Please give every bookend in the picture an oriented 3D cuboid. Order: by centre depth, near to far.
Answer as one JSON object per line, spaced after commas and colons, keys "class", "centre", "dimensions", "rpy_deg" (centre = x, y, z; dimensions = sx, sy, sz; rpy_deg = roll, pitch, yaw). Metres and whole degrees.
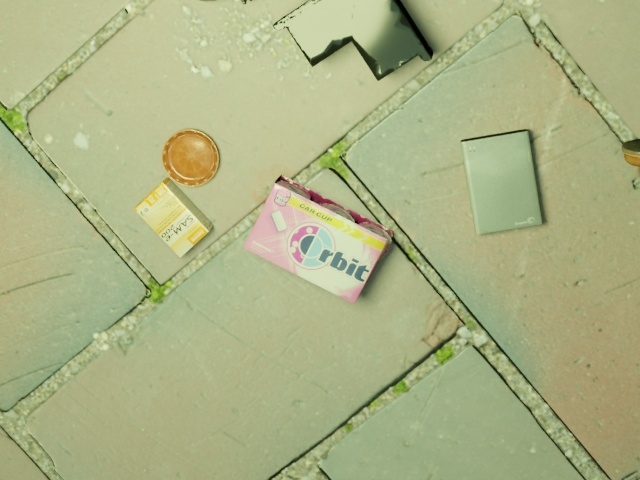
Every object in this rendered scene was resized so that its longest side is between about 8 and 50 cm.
{"class": "bookend", "centre": [0.046, -0.273, 1.707], "dimensions": [0.156, 0.072, 0.157], "rpy_deg": [-32, 99, 14]}

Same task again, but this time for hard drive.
{"class": "hard drive", "centre": [0.252, -0.081, 1.758], "dimensions": [0.094, 0.022, 0.135], "rpy_deg": [-9, 103, 9]}

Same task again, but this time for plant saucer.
{"class": "plant saucer", "centre": [-0.186, -0.119, 1.806], "dimensions": [0.083, 0.013, 0.084], "rpy_deg": [1, 104, 6]}

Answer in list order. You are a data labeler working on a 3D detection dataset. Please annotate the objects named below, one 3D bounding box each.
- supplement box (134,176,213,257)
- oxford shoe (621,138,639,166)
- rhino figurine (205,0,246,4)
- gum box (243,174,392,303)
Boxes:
{"class": "supplement box", "centre": [-0.211, -0.033, 1.819], "dimensions": [0.062, 0.036, 0.098], "rpy_deg": [-42, 97, 15]}
{"class": "oxford shoe", "centre": [0.508, -0.090, 1.702], "dimensions": [0.212, 0.076, 0.076], "rpy_deg": [11, 116, 4]}
{"class": "rhino figurine", "centre": [-0.166, -0.381, 1.705], "dimensions": [0.243, 0.073, 0.106], "rpy_deg": [18, 102, 1]}
{"class": "gum box", "centre": [0.000, 0.000, 1.788], "dimensions": [0.188, 0.062, 0.107], "rpy_deg": [27, 106, -1]}
